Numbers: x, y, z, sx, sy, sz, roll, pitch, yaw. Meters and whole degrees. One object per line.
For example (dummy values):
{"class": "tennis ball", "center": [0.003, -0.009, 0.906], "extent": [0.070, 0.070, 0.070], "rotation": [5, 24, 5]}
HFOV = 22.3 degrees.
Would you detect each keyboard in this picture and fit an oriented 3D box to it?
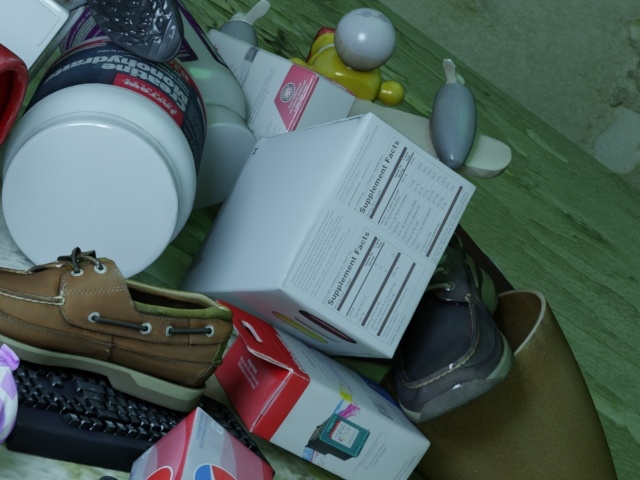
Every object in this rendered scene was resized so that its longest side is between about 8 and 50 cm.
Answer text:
{"class": "keyboard", "center": [-0.153, 0.179, 1.418], "extent": [0.317, 0.033, 0.201], "rotation": [18, 28, -48]}

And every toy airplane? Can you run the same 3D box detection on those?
{"class": "toy airplane", "center": [0.027, -0.186, 2.237], "extent": [0.384, 0.272, 0.386], "rotation": [39, 33, 30]}

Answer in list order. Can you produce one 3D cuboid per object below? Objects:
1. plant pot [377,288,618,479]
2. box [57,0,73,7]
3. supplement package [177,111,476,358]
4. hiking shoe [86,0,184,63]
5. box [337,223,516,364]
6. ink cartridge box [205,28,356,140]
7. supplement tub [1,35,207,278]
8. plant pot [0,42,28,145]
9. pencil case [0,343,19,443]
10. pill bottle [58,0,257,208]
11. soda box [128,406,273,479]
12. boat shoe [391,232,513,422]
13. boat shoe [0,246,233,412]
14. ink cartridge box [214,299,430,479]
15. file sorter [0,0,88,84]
{"class": "plant pot", "center": [0.217, 0.224, 1.800], "extent": [0.254, 0.237, 0.237], "rotation": [54, 15, -14]}
{"class": "box", "center": [-0.347, -0.356, 2.187], "extent": [0.169, 0.087, 0.290], "rotation": [51, 20, 27]}
{"class": "supplement package", "center": [0.000, 0.000, 1.692], "extent": [0.145, 0.204, 0.262], "rotation": [33, -16, -21]}
{"class": "hiking shoe", "center": [-0.201, -0.266, 1.698], "extent": [0.227, 0.086, 0.114], "rotation": [51, 13, 23]}
{"class": "box", "center": [0.083, 0.048, 2.032], "extent": [0.381, 0.143, 0.191], "rotation": [13, 32, -52]}
{"class": "ink cartridge box", "center": [-0.082, -0.155, 2.030], "extent": [0.218, 0.158, 0.092], "rotation": [28, 3, 42]}
{"class": "supplement tub", "center": [-0.217, -0.086, 1.651], "extent": [0.191, 0.191, 0.272], "rotation": [36, 18, -14]}
{"class": "plant pot", "center": [-0.382, -0.127, 1.431], "extent": [0.174, 0.191, 0.191], "rotation": [34, 18, 3]}
{"class": "pencil case", "center": [-0.304, 0.116, 1.171], "extent": [0.086, 0.088, 0.206], "rotation": [46, 19, 22]}
{"class": "pill bottle", "center": [-0.191, -0.178, 1.956], "extent": [0.169, 0.169, 0.301], "rotation": [22, 26, -45]}
{"class": "soda box", "center": [-0.104, 0.244, 1.226], "extent": [0.092, 0.083, 0.263], "rotation": [42, 22, -17]}
{"class": "boat shoe", "center": [0.113, 0.077, 1.713], "extent": [0.130, 0.132, 0.355], "rotation": [57, 9, -14]}
{"class": "boat shoe", "center": [-0.215, 0.053, 1.422], "extent": [0.307, 0.104, 0.111], "rotation": [22, 11, -38]}
{"class": "ink cartridge box", "center": [-0.017, 0.159, 1.626], "extent": [0.231, 0.078, 0.134], "rotation": [30, 8, -27]}
{"class": "file sorter", "center": [-0.404, -0.256, 1.678], "extent": [0.278, 0.193, 0.173], "rotation": [39, 15, -4]}
